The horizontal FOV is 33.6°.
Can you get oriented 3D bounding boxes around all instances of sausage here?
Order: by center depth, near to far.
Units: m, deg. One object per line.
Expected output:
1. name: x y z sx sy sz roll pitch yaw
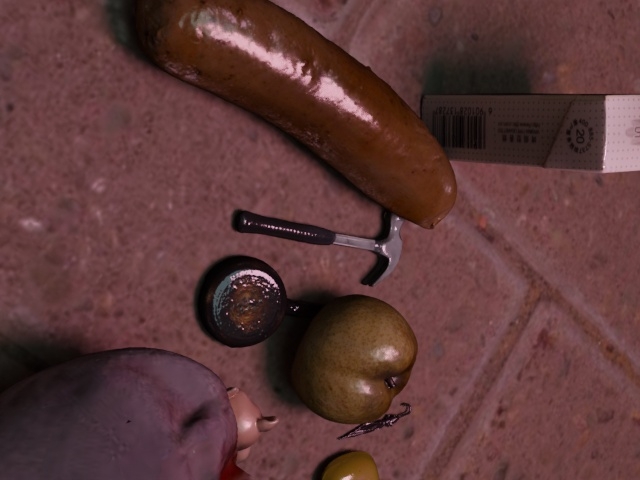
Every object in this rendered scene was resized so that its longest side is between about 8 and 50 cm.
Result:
1. sausage: -0.002 -0.168 1.272 0.501 0.123 0.136 30 82 -33

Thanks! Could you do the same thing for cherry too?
1. cherry: -0.225 0.260 1.084 0.335 0.291 0.326 25 84 1

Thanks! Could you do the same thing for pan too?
1. pan: -0.053 0.085 1.322 0.212 0.040 0.114 11 96 -33

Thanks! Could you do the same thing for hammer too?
1. hammer: 0.000 0.000 1.354 0.246 0.029 0.103 8 91 -32

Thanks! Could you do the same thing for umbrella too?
1. umbrella: 0.077 0.253 1.444 0.122 0.013 0.022 -21 95 -28

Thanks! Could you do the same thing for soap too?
1. soap: 0.045 0.351 1.417 0.089 0.045 0.140 -19 106 -33

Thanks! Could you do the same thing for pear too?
1. pear: 0.045 0.151 1.326 0.167 0.137 0.167 -49 157 -30

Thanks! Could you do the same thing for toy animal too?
1. toy animal: -0.132 0.220 1.265 0.150 0.083 0.089 5 72 -17

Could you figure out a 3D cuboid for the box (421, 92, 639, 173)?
1. box: 0.310 -0.143 1.352 0.210 0.330 0.095 -6 98 -33
